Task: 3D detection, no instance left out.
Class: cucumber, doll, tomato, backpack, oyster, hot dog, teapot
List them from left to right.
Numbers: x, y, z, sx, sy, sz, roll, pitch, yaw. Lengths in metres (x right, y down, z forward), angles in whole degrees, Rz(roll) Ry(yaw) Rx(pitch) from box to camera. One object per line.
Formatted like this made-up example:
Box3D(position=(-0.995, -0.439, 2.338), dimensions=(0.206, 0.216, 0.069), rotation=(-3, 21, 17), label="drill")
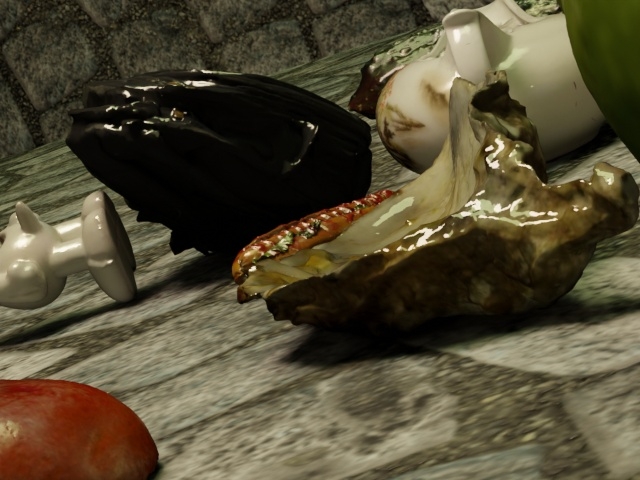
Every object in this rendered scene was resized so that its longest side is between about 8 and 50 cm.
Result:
Box3D(position=(-0.290, 0.032, 1.555), dimensions=(0.271, 0.144, 0.208), rotation=(-24, 30, -12), label="doll")
Box3D(position=(-0.160, 0.105, 0.952), dimensions=(0.155, 0.069, 0.155), rotation=(-18, 8, 3), label="tomato")
Box3D(position=(-0.088, -0.069, 1.531), dimensions=(0.206, 0.133, 0.258), rotation=(-8, -22, 37), label="backpack")
Box3D(position=(0.000, -0.002, 1.383), dimensions=(0.144, 0.038, 0.062), rotation=(-24, 9, -31), label="hot dog")
Box3D(position=(0.055, 0.001, 1.122), dimensions=(0.204, 0.111, 0.396), rotation=(-37, 9, 1), label="oyster")
Box3D(position=(0.196, -0.222, 2.176), dimensions=(0.359, 0.096, 0.096), rotation=(-18, 8, -3), label="cucumber")
Box3D(position=(0.140, -0.127, 1.542), dimensions=(0.204, 0.139, 0.298), rotation=(-16, 8, 5), label="teapot")

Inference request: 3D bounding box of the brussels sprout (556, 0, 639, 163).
Box3D(position=(0.272, -0.150, 0.787), dimensions=(0.361, 0.342, 0.425), rotation=(-54, 12, -19), label="brussels sprout")
